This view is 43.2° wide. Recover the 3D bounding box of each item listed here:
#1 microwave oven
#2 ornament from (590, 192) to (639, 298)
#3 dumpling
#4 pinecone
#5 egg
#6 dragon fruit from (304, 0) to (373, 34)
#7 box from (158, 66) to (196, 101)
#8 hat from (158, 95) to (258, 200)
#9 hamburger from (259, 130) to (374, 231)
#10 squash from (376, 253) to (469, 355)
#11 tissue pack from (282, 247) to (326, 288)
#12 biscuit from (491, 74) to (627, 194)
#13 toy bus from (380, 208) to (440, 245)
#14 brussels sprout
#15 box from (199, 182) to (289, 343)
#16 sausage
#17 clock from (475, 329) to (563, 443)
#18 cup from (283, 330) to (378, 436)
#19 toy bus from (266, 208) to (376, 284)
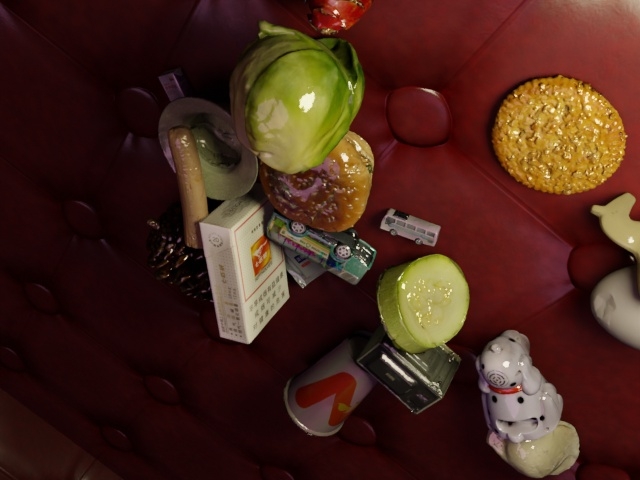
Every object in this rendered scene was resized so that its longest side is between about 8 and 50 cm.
[{"bbox_3d":[0.221,0.292,1.979,0.205,0.163,0.129,41,133,-3],"label":"microwave oven"},{"bbox_3d":[0.629,0.018,1.498,0.245,0.230,0.061,4,156,3],"label":"ornament"},{"bbox_3d":[0.549,0.503,2.009,0.252,0.131,0.179,32,115,-14],"label":"dumpling"},{"bbox_3d":[-0.305,0.029,2.021,0.244,0.244,0.309,-9,137,35],"label":"pinecone"},{"bbox_3d":[0.649,0.132,1.583,0.232,0.176,0.176,14,133,27],"label":"egg"},{"bbox_3d":[0.071,-0.473,1.442,0.246,0.125,0.125,-35,92,28],"label":"dragon fruit"},{"bbox_3d":[-0.316,-0.332,1.834,0.051,0.036,0.117,-4,124,32],"label":"box"},{"bbox_3d":[-0.221,-0.228,1.800,0.257,0.130,0.257,16,131,20],"label":"hat"},{"bbox_3d":[-0.011,-0.149,1.750,0.243,0.146,0.286,-30,107,36],"label":"hamburger"},{"bbox_3d":[0.228,0.148,1.811,0.133,0.220,0.220,-17,117,42],"label":"squash"},{"bbox_3d":[-0.024,0.036,1.992,0.122,0.026,0.193,46,133,-11],"label":"tissue pack"},{"bbox_3d":[0.444,-0.190,1.523,0.254,0.035,0.254,16,134,17],"label":"biscuit"},{"bbox_3d":[0.200,-0.029,1.800,0.131,0.037,0.052,21,133,12],"label":"toy bus"},{"bbox_3d":[-0.050,-0.279,1.553,0.227,0.294,0.259,25,178,36],"label":"brussels sprout"},{"bbox_3d":[-0.174,0.052,1.938,0.095,0.210,0.330,12,126,24],"label":"box"},{"bbox_3d":[-0.289,-0.117,1.793,0.066,0.066,0.301,13,129,20],"label":"sausage"},{"bbox_3d":[0.439,0.320,1.867,0.189,0.189,0.254,-5,125,33],"label":"clock"},{"bbox_3d":[0.053,0.369,2.136,0.203,0.203,0.288,37,129,-4],"label":"cup"},{"bbox_3d":[0.000,0.000,1.884,0.262,0.091,0.109,30,128,-1],"label":"toy bus"}]
